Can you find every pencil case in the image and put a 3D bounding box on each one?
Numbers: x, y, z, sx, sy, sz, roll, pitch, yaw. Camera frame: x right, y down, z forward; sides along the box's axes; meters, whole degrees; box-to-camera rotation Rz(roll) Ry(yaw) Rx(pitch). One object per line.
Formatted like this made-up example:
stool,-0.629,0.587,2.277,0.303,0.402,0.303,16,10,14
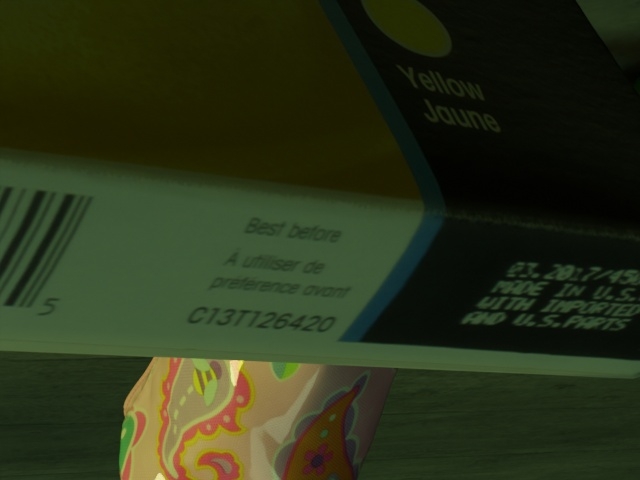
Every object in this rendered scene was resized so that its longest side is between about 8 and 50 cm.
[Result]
pencil case,0.000,0.000,0.868,0.124,0.124,0.284,4,117,-35

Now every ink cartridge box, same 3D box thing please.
ink cartridge box,-0.075,-0.099,0.511,0.304,0.307,0.072,4,136,-37

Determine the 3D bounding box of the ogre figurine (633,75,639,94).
ogre figurine,0.158,-0.048,1.096,0.118,0.097,0.197,6,153,19
